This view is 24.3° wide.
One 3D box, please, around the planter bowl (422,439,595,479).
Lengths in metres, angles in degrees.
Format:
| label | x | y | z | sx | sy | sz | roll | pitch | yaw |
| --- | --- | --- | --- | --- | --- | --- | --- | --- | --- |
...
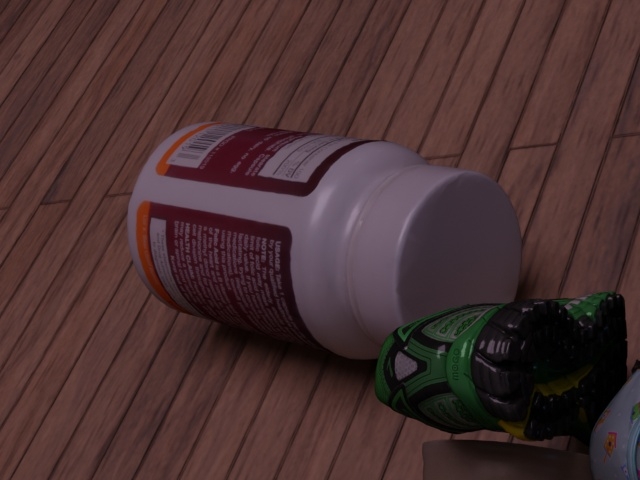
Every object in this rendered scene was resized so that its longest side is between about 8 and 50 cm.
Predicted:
| label | x | y | z | sx | sy | sz | roll | pitch | yaw |
| --- | --- | --- | --- | --- | --- | --- | --- | --- | --- |
| planter bowl | 0.158 | 0.231 | 1.227 | 0.162 | 0.162 | 0.109 | -3 | 72 | 36 |

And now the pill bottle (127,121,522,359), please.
| label | x | y | z | sx | sy | sz | roll | pitch | yaw |
| --- | --- | --- | --- | --- | --- | --- | --- | --- | --- |
| pill bottle | 0.000 | 0.000 | 1.546 | 0.392 | 0.224 | 0.224 | 12 | 55 | 45 |

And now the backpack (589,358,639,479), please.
| label | x | y | z | sx | sy | sz | roll | pitch | yaw |
| --- | --- | --- | --- | --- | --- | --- | --- | --- | --- |
| backpack | 0.311 | 0.156 | 1.158 | 0.188 | 0.166 | 0.144 | -46 | 14 | -8 |

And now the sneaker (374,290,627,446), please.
| label | x | y | z | sx | sy | sz | roll | pitch | yaw |
| --- | --- | --- | --- | --- | --- | --- | --- | --- | --- |
| sneaker | 0.161 | 0.099 | 1.226 | 0.146 | 0.343 | 0.134 | 1 | 82 | 30 |
